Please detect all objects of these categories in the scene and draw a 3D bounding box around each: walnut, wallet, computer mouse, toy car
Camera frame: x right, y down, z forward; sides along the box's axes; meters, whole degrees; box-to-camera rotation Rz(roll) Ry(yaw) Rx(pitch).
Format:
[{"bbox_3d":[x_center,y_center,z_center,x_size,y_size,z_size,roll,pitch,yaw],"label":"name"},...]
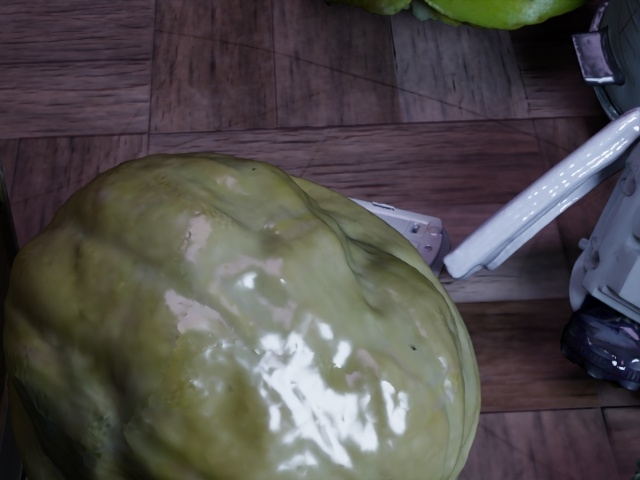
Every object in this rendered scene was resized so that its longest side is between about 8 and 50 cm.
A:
[{"bbox_3d":[-0.049,0.088,0.888,0.277,0.253,0.282,39,13,9],"label":"walnut"},{"bbox_3d":[0.168,-0.030,1.103,0.183,0.124,0.032,-37,81,6],"label":"wallet"},{"bbox_3d":[0.000,0.001,1.159,0.199,0.044,0.102,12,43,14],"label":"computer mouse"},{"bbox_3d":[0.322,0.049,1.021,0.314,0.198,0.166,31,20,28],"label":"toy car"}]

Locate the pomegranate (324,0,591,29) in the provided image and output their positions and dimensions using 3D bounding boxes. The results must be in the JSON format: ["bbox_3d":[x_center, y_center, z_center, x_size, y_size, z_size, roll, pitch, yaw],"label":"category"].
[{"bbox_3d":[0.147,-0.336,1.363,0.310,0.216,0.358,5,35,35],"label":"pomegranate"}]

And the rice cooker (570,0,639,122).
[{"bbox_3d":[0.348,-0.173,1.213,0.281,0.227,0.241,-8,65,-9],"label":"rice cooker"}]

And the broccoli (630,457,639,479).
[{"bbox_3d":[0.279,0.209,0.843,0.226,0.198,0.176,30,8,-8],"label":"broccoli"}]

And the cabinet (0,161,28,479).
[{"bbox_3d":[-0.305,0.077,0.882,0.228,0.318,0.290,-1,43,-1],"label":"cabinet"}]
